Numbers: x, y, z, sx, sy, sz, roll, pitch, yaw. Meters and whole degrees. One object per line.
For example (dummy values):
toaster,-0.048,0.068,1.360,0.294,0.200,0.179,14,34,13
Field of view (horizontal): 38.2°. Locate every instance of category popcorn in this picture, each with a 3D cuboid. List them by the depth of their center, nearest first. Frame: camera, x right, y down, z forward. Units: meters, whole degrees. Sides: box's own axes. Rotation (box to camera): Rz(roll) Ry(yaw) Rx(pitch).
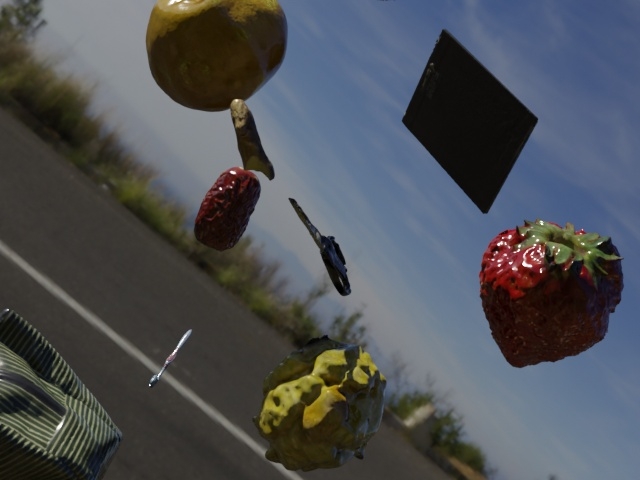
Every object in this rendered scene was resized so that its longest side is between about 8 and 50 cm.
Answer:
popcorn,0.001,0.292,1.615,0.215,0.252,0.286,58,21,19

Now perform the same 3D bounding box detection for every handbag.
handbag,-0.440,0.248,1.126,0.247,0.340,0.240,-74,142,-66

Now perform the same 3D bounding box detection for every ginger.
ginger,-0.113,-0.155,1.456,0.044,0.057,0.137,-7,-72,44

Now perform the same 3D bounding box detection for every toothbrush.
toothbrush,-0.331,0.259,2.061,0.013,0.193,0.019,17,-51,13

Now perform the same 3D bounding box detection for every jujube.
jujube,-0.190,-0.066,1.879,0.109,0.176,0.112,26,-1,-26

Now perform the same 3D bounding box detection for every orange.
orange,-0.197,-0.376,1.722,0.235,0.279,0.279,52,-8,-37

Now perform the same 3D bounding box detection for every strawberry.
strawberry,0.392,0.105,1.628,0.257,0.277,0.257,7,29,-4

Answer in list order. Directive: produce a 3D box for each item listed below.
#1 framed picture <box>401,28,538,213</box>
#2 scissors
framed picture,0.312,-0.260,2.003,0.014,0.255,0.339,-9,47,-34
scissors,0.000,0.000,1.550,0.300,0.022,0.109,58,18,-58
